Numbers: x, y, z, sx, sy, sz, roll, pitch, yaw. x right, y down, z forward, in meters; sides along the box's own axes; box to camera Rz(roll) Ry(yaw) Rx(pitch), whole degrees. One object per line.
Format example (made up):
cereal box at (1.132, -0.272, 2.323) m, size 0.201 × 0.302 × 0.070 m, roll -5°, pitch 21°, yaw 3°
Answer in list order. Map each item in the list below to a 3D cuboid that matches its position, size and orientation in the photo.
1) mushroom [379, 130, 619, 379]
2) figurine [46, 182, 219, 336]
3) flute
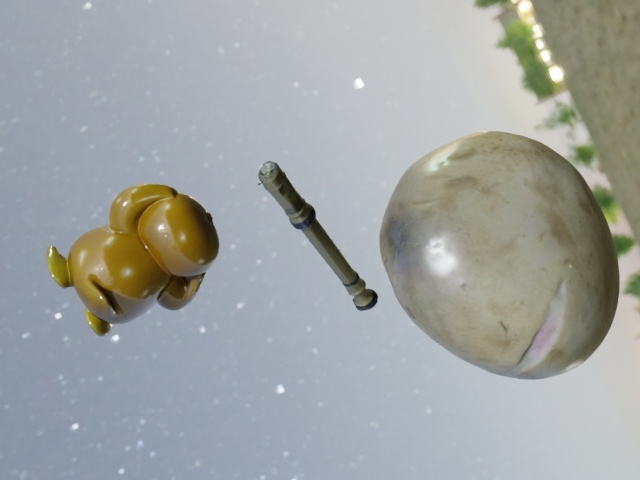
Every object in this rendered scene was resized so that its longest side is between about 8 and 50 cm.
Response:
mushroom at (0.173, 0.018, 1.014) m, size 0.254 × 0.184 × 0.255 m, roll 26°, pitch -138°, yaw -26°
figurine at (-0.265, 0.028, 1.582) m, size 0.215 × 0.228 × 0.215 m, roll 42°, pitch 161°, yaw 19°
flute at (0.000, 0.000, 0.973) m, size 0.233 × 0.027 × 0.027 m, roll 53°, pitch -161°, yaw -50°
